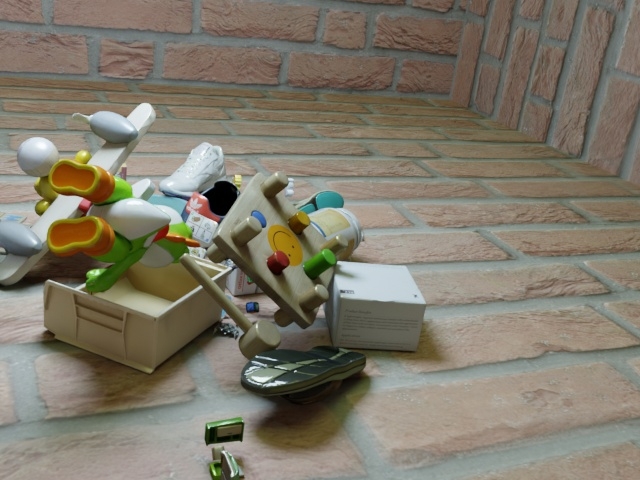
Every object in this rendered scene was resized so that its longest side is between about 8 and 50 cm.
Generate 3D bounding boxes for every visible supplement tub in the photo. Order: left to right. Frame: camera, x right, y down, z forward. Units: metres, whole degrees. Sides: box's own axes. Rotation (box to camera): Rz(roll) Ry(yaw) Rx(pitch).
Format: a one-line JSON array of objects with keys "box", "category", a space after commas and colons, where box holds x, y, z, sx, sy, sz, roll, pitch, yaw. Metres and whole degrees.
[{"box": [0.000, 0.000, 1.822, 0.144, 0.144, 0.199, 21, 25, 28], "category": "supplement tub"}]

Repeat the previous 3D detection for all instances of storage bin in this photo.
[{"box": [-0.355, 0.114, 1.448, 0.260, 0.123, 0.262, 16, 24, 19], "category": "storage bin"}]

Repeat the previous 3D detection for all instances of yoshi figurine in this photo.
[{"box": [-0.371, -0.022, 1.344, 0.203, 0.203, 0.362, 46, 4, 20], "category": "yoshi figurine"}]

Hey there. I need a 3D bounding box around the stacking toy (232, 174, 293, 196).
[{"box": [-0.182, -0.135, 2.095, 0.167, 0.052, 0.221, 3, -11, -18], "category": "stacking toy"}]

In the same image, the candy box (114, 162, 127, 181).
[{"box": [-0.592, -0.191, 2.132, 0.053, 0.109, 0.187, -1, 23, -22], "category": "candy box"}]

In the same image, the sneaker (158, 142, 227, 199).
[{"box": [-0.378, -0.206, 2.174, 0.114, 0.152, 0.305, 10, 18, 20], "category": "sneaker"}]

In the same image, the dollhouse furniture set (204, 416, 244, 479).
[{"box": [-0.123, 0.323, 1.079, 0.058, 0.076, 0.152, -2, 23, -22], "category": "dollhouse furniture set"}]

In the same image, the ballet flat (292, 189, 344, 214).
[{"box": [-0.032, -0.091, 2.135, 0.086, 0.086, 0.248, 23, 27, 32], "category": "ballet flat"}]

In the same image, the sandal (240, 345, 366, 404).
[{"box": [-0.017, 0.246, 1.310, 0.120, 0.086, 0.302, 18, 8, 36], "category": "sandal"}]

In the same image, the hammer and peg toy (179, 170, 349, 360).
[{"box": [-0.093, 0.037, 1.411, 0.266, 0.127, 0.361, 46, 33, -14], "category": "hammer and peg toy"}]

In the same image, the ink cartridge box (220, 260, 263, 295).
[{"box": [-0.153, 0.063, 1.670, 0.180, 0.104, 0.060, -5, 27, -29], "category": "ink cartridge box"}]

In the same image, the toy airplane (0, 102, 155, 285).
[{"box": [-0.538, -0.113, 1.613, 0.272, 0.384, 0.386, 45, 27, -27], "category": "toy airplane"}]

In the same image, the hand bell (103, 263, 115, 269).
[{"box": [-0.422, 0.044, 1.665, 0.126, 0.126, 0.242, 19, 37, 25], "category": "hand bell"}]

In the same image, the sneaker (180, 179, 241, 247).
[{"box": [-0.221, -0.086, 1.911, 0.131, 0.148, 0.350, 30, 25, 20], "category": "sneaker"}]

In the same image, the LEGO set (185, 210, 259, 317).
[{"box": [-0.210, 0.064, 1.590, 0.244, 0.182, 0.060, 23, -2, 25], "category": "LEGO set"}]

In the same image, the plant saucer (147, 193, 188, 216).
[{"box": [-0.446, -0.062, 1.957, 0.317, 0.044, 0.317, 7, 23, -3], "category": "plant saucer"}]

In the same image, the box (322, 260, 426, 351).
[{"box": [0.108, 0.135, 1.562, 0.180, 0.119, 0.182, 5, 22, -9], "category": "box"}]

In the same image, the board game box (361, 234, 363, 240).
[{"box": [0.070, -0.028, 2.079, 0.090, 0.020, 0.090, 6, 22, -5], "category": "board game box"}]

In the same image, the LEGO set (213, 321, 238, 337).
[{"box": [-0.179, 0.173, 1.495, 0.054, 0.023, 0.083, 23, 26, 32], "category": "LEGO set"}]

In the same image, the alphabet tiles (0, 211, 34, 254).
[{"box": [-0.866, -0.025, 1.760, 0.342, 0.011, 0.285, 8, 22, 0], "category": "alphabet tiles"}]
